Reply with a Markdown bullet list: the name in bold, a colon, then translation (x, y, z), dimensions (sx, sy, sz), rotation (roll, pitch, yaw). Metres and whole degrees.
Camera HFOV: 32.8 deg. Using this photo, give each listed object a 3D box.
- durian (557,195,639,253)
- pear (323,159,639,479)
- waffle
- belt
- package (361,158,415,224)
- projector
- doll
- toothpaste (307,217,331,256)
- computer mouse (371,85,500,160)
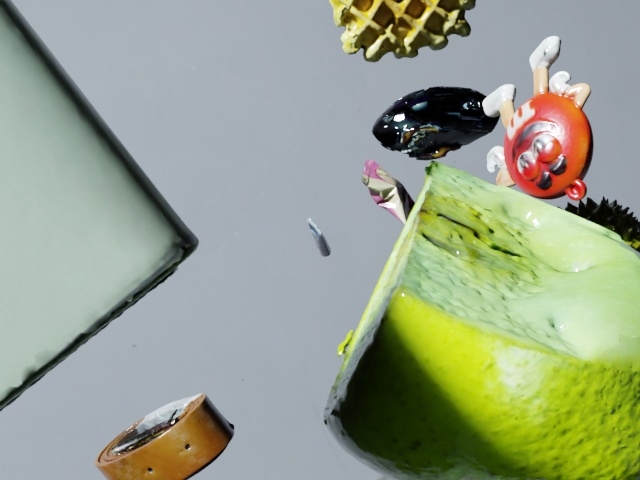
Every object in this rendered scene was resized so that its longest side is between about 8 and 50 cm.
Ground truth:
- **durian**: translation (0.354, 0.065, 1.511), dimensions (0.291, 0.224, 0.291), rotation (-7, 79, 39)
- **pear**: translation (0.181, 0.110, 0.958), dimensions (0.318, 0.342, 0.239), rotation (22, 114, 3)
- **waffle**: translation (0.126, -0.403, 1.643), dimensions (0.250, 0.056, 0.261), rotation (-16, 110, -8)
- **belt**: translation (-0.268, 0.355, 1.876), dimensions (0.261, 0.184, 0.105), rotation (-31, 100, 29)
- **package**: translation (0.077, -0.050, 1.200), dimensions (0.029, 0.059, 0.083), rotation (-37, 105, 26)
- **projector**: translation (-0.258, -0.004, 0.614), dimensions (0.249, 0.248, 0.248), rotation (53, 51, -7)
- **doll**: translation (0.279, -0.135, 1.403), dimensions (0.085, 0.183, 0.217), rotation (9, 54, -32)
- **toothpaste**: translation (0.000, 0.000, 1.823), dimensions (0.021, 0.140, 0.037), rotation (-40, 69, -7)
- **computer mouse**: translation (0.210, -0.222, 1.971), dimensions (0.241, 0.077, 0.147), rotation (-11, 61, -6)
